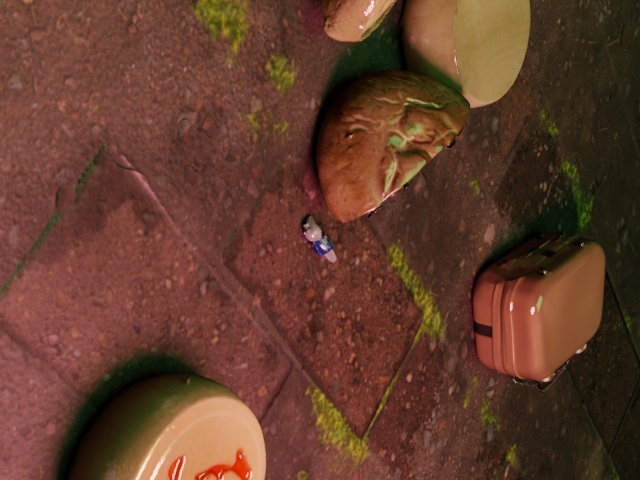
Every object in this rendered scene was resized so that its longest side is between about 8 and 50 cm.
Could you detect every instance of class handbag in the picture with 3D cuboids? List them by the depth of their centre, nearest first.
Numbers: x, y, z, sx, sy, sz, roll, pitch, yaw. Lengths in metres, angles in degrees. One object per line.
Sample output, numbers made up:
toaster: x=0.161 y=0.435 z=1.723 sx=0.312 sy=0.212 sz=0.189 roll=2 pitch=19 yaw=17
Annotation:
handbag: x=0.405 y=0.146 z=2.032 sx=0.302 sy=0.149 sz=0.283 roll=-30 pitch=120 yaw=-48

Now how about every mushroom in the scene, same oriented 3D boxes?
mushroom: x=0.088 y=-0.161 z=1.543 sx=0.286 sy=0.156 sz=0.151 roll=-45 pitch=105 yaw=-30

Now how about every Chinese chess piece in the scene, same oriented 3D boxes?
Chinese chess piece: x=-0.178 y=0.290 z=1.317 sx=0.273 sy=0.102 sz=0.273 roll=-20 pitch=115 yaw=-50
Chinese chess piece: x=0.223 y=-0.327 z=1.683 sx=0.250 sy=0.101 sz=0.250 roll=-20 pitch=116 yaw=-50

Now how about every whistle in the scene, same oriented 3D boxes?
whistle: x=0.000 y=0.000 z=1.539 sx=0.083 sy=0.029 sz=0.033 roll=54 pitch=41 yaw=-38

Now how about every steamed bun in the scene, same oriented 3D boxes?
steamed bun: x=0.085 y=-0.394 z=1.447 sx=0.231 sy=0.110 sz=0.212 roll=-51 pitch=171 yaw=-46
